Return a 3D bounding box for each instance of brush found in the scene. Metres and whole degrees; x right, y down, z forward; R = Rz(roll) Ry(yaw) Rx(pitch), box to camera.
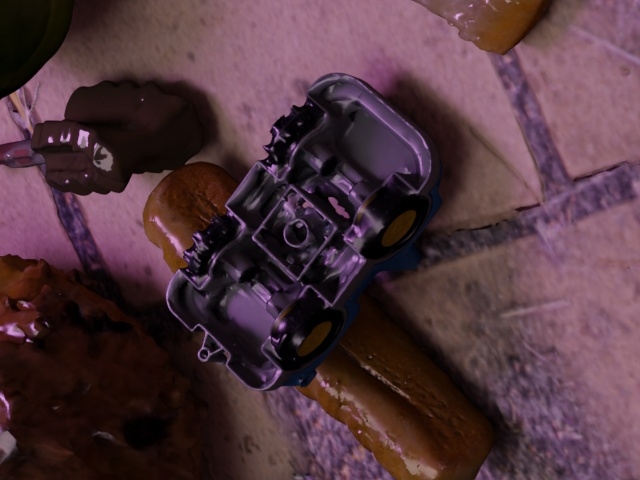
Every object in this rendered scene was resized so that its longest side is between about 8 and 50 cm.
[{"bbox_3d":[-0.191,-0.068,1.271,0.301,0.084,0.071,0,113,56],"label":"brush"}]

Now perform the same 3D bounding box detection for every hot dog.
[{"bbox_3d":[-0.005,0.057,1.123,0.286,0.088,0.061,46,146,24],"label":"hot dog"}]

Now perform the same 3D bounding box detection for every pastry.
[{"bbox_3d":[-0.247,0.186,1.327,0.337,0.292,0.405,-24,81,41],"label":"pastry"}]

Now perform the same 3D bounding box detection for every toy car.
[{"bbox_3d":[0.000,0.000,1.057,0.097,0.100,0.191,43,106,23],"label":"toy car"}]

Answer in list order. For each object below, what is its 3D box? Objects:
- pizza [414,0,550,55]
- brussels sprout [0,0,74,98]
[{"bbox_3d":[0.027,-0.214,0.953,0.262,0.034,0.181,29,133,36],"label":"pizza"},{"bbox_3d":[-0.286,-0.186,1.180,0.271,0.219,0.210,3,112,32],"label":"brussels sprout"}]
